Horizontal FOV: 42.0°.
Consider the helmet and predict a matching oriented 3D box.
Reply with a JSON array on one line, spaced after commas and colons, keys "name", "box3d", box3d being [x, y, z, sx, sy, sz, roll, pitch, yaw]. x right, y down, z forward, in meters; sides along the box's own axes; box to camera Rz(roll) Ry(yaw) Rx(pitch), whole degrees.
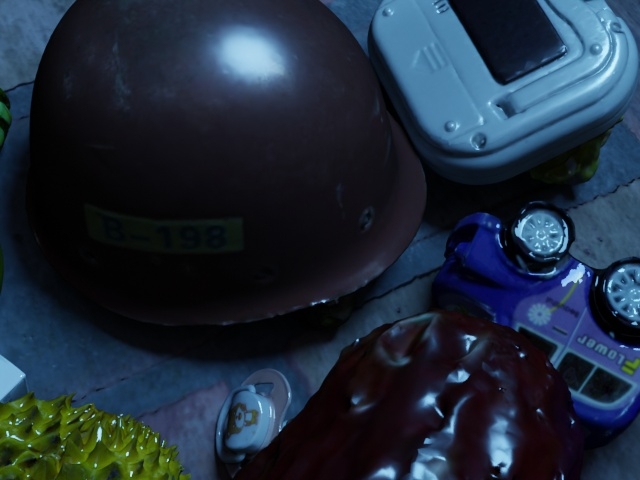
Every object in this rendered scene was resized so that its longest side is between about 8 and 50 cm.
[{"name": "helmet", "box3d": [-0.089, -0.120, 0.729, 0.385, 0.230, 0.337, 9, 55, 6]}]

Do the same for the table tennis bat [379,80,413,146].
[{"name": "table tennis bat", "box3d": [0.137, -0.198, 0.932, 0.108, 0.119, 0.169, 26, 59, -2]}]

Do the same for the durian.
[{"name": "durian", "box3d": [-0.199, 0.214, 0.574, 0.250, 0.183, 0.138, -35, 43, -24]}]

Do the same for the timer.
[{"name": "timer", "box3d": [0.180, -0.198, 0.861, 0.237, 0.087, 0.262, -27, 61, 9]}]

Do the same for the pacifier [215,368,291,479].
[{"name": "pacifier", "box3d": [-0.046, 0.162, 0.715, 0.078, 0.082, 0.099, 26, 63, -39]}]

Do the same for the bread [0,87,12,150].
[{"name": "bread", "box3d": [-0.355, -0.098, 0.766, 0.130, 0.071, 0.139, 17, 59, -2]}]

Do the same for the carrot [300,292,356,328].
[{"name": "carrot", "box3d": [0.000, 0.000, 0.817, 0.060, 0.060, 0.186, 2, 57, -14]}]

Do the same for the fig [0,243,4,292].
[{"name": "fig", "box3d": [-0.334, 0.049, 0.625, 0.181, 0.181, 0.191, -1, 69, -16]}]

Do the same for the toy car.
[{"name": "toy car", "box3d": [0.202, 0.084, 0.768, 0.235, 0.172, 0.158, 33, 72, 10]}]

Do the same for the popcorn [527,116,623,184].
[{"name": "popcorn", "box3d": [0.265, -0.129, 0.927, 0.145, 0.125, 0.126, -9, 54, -32]}]

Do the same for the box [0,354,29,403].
[{"name": "box", "box3d": [-0.288, 0.161, 0.628, 0.040, 0.084, 0.154, 37, 58, 5]}]

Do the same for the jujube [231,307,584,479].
[{"name": "jujube", "box3d": [0.040, 0.221, 0.579, 0.259, 0.258, 0.376, 26, 60, 1]}]
